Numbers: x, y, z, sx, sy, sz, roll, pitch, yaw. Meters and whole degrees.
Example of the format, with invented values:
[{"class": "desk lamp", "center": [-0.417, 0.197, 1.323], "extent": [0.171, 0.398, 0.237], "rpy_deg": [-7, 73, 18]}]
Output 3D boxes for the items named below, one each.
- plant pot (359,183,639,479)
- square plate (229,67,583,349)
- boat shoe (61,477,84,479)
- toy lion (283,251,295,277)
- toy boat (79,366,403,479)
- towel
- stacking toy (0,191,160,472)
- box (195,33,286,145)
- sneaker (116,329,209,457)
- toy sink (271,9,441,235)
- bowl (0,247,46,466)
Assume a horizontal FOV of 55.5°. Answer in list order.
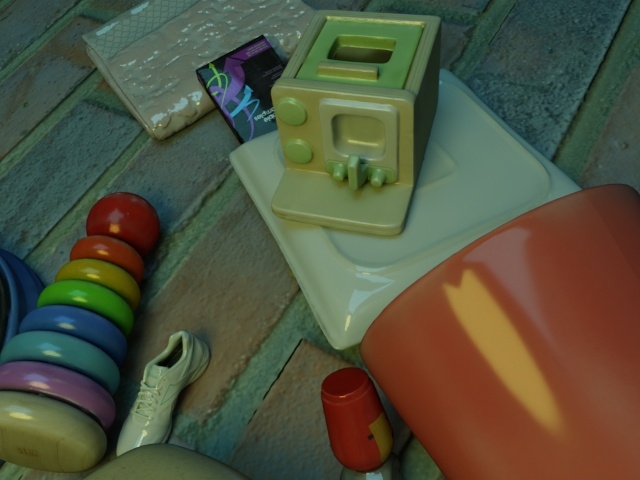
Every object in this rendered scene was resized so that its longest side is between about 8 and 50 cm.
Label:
[{"class": "plant pot", "center": [0.200, 0.132, 0.475], "extent": [0.274, 0.275, 0.243], "rpy_deg": [-25, 65, -5]}, {"class": "square plate", "center": [0.098, -0.078, 0.733], "extent": [0.347, 0.049, 0.344], "rpy_deg": [-23, 52, -11]}, {"class": "boat shoe", "center": [-0.219, 0.253, 0.592], "extent": [0.183, 0.065, 0.083], "rpy_deg": [-40, 56, -15]}, {"class": "toy lion", "center": [0.000, 0.000, 0.741], "extent": [0.100, 0.034, 0.096], "rpy_deg": [2, 49, 14]}, {"class": "toy boat", "center": [-0.057, 0.236, 0.474], "extent": [0.318, 0.148, 0.267], "rpy_deg": [-27, 23, -29]}, {"class": "towel", "center": [-0.199, -0.335, 1.001], "extent": [0.331, 0.053, 0.317], "rpy_deg": [-36, 56, -11]}, {"class": "stacking toy", "center": [-0.264, 0.080, 0.696], "extent": [0.141, 0.141, 0.330], "rpy_deg": [-1, 49, 12]}, {"class": "box", "center": [-0.089, -0.205, 0.871], "extent": [0.116, 0.029, 0.162], "rpy_deg": [-32, 76, -10]}, {"class": "sneaker", "center": [-0.176, 0.163, 0.648], "extent": [0.053, 0.061, 0.152], "rpy_deg": [15, 62, 20]}, {"class": "toy sink", "center": [0.040, -0.142, 0.676], "extent": [0.152, 0.131, 0.234], "rpy_deg": [10, 52, 16]}, {"class": "bowl", "center": [-0.513, 0.155, 0.718], "extent": [0.391, 0.077, 0.391], "rpy_deg": [-6, 55, 8]}]
